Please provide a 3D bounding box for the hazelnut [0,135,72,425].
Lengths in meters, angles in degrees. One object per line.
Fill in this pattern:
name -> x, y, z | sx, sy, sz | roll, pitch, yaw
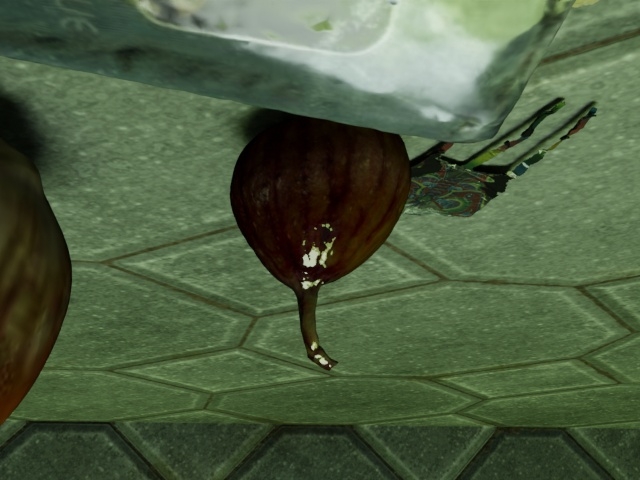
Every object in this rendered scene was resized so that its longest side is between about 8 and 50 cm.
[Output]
hazelnut -> -0.393, 0.034, 0.694 | 0.372, 0.315, 0.372 | -23, 148, -15

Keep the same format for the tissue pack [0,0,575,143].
tissue pack -> -0.070, -0.174, 0.308 | 0.361, 0.122, 0.259 | 11, 148, -4

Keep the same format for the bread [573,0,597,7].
bread -> 0.072, -0.192, 0.452 | 0.316, 0.054, 0.316 | -1, 157, -1

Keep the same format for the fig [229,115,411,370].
fig -> -0.013, -0.025, 0.745 | 0.149, 0.202, 0.148 | 27, 166, 41

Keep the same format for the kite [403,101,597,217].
kite -> 0.145, -0.072, 0.829 | 0.152, 0.015, 0.285 | 7, 158, -21
